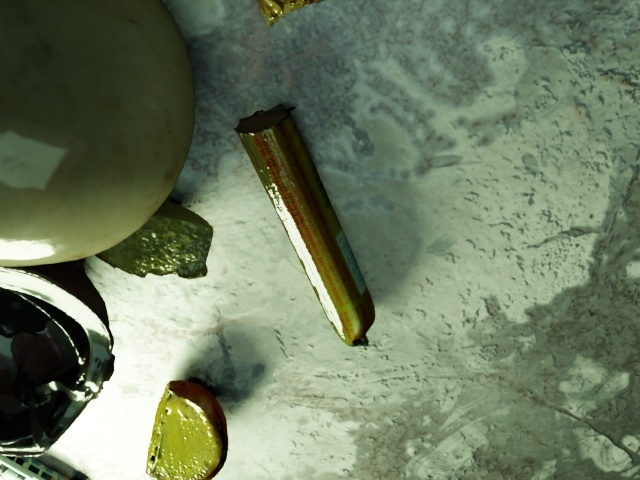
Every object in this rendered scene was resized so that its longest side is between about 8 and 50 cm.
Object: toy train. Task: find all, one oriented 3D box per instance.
[{"bbox_3d":[-0.456,0.373,1.181,0.207,0.047,0.043,37,112,-16],"label":"toy train"}]

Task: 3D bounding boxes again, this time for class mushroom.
[{"bbox_3d":[-0.319,-0.149,0.819,0.363,0.294,0.362,1,85,-9],"label":"mushroom"}]

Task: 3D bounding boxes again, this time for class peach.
[{"bbox_3d":[-0.203,0.280,1.114,0.127,0.092,0.172,-9,105,-2],"label":"peach"}]

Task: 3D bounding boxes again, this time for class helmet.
[{"bbox_3d":[-0.399,0.111,0.963,0.271,0.197,0.338,22,118,-17],"label":"helmet"}]

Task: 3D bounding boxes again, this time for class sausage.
[{"bbox_3d":[0.000,0.000,0.987,0.082,0.082,0.371,-20,116,9],"label":"sausage"}]

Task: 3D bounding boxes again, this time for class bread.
[{"bbox_3d":[-0.219,-0.007,0.953,0.156,0.125,0.086,8,109,-31],"label":"bread"}]

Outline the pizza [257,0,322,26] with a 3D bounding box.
[{"bbox_3d":[-0.035,-0.317,0.835,0.182,0.062,0.161,15,117,-10],"label":"pizza"}]
